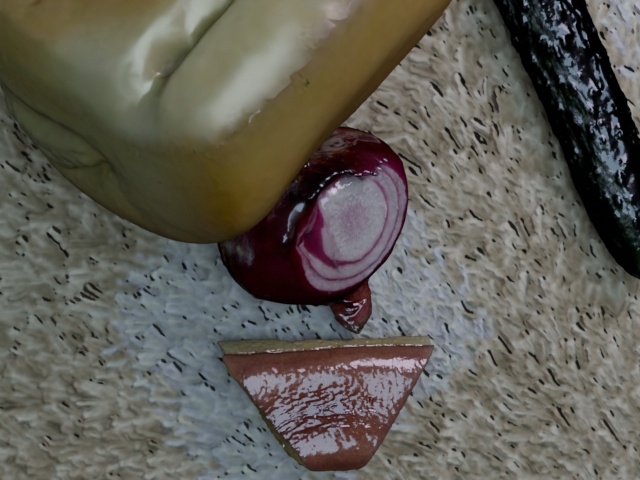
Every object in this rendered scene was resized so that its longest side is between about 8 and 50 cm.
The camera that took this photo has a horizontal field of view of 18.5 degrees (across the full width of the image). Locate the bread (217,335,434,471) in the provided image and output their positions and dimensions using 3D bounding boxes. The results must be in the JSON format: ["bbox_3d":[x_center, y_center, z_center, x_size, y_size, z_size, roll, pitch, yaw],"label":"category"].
[{"bbox_3d":[0.005,0.142,1.726,0.192,0.067,0.119,1,86,-11],"label":"bread"}]

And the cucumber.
[{"bbox_3d":[0.239,-0.108,1.750,0.072,0.081,0.303,-17,104,35],"label":"cucumber"}]

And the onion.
[{"bbox_3d":[-0.009,-0.008,1.698,0.173,0.135,0.198,-34,137,-19],"label":"onion"}]

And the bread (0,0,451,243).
[{"bbox_3d":[-0.082,-0.195,1.575,0.348,0.253,0.376,32,76,27],"label":"bread"}]
